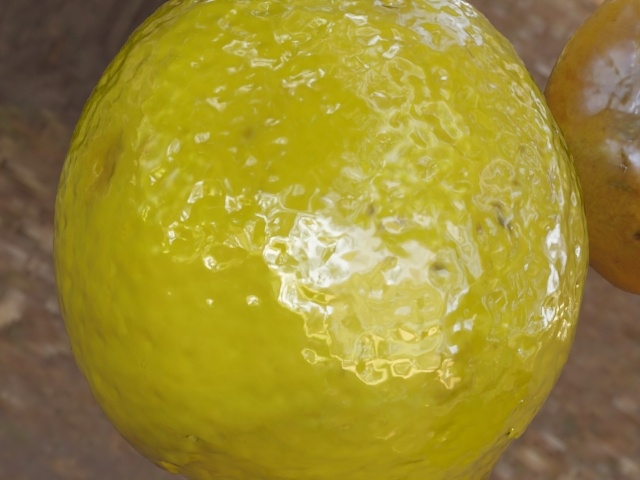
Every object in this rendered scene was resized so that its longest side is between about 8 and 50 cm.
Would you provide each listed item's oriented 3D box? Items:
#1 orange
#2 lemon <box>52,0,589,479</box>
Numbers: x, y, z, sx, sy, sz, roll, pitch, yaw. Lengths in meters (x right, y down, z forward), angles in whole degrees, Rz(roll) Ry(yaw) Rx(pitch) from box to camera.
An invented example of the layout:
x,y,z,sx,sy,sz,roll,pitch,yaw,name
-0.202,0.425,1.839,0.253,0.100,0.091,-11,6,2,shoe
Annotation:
x,y,z,sx,sy,sz,roll,pitch,yaw,name
0.261,-0.088,1.480,0.249,0.249,0.183,19,-1,-31,orange
0.000,-0.008,0.863,0.228,0.228,0.254,16,58,-36,lemon
